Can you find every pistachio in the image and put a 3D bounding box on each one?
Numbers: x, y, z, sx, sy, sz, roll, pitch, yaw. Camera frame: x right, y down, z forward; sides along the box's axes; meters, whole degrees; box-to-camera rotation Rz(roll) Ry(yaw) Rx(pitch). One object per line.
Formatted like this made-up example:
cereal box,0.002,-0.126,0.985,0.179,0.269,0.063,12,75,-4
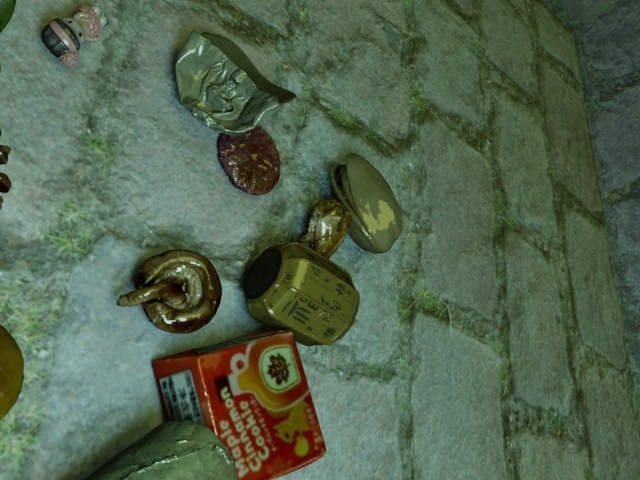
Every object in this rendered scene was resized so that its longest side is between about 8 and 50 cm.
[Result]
pistachio,0.095,-0.077,1.393,0.136,0.136,0.226,-11,73,-48

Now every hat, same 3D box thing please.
hat,-0.165,-0.283,1.260,0.214,0.149,0.244,41,8,5

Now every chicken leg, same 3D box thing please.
chicken leg,0.001,0.002,1.292,0.085,0.101,0.207,24,60,-1

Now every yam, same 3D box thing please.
yam,-0.251,0.362,0.803,0.304,0.168,0.168,-31,96,-49

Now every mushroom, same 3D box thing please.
mushroom,-0.234,0.082,1.016,0.170,0.080,0.135,-4,63,-46

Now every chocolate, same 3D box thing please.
chocolate,-0.118,0.270,1.031,0.234,0.108,0.237,-6,79,-46

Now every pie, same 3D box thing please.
pie,-0.133,-0.157,1.262,0.154,0.036,0.154,20,60,-39

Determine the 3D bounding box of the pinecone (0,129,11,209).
pinecone,-0.465,-0.077,0.787,0.179,0.150,0.195,41,54,-50

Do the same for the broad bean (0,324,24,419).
broad bean,-0.444,0.126,0.730,0.228,0.122,0.156,35,33,-15

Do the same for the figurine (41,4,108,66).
figurine,-0.395,-0.333,1.062,0.072,0.054,0.129,62,32,-27

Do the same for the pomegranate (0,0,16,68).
pomegranate,-0.493,-0.311,0.878,0.180,0.180,0.210,-55,149,-44

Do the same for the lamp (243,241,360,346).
lamp,-0.033,0.096,1.157,0.185,0.161,0.161,31,52,-32
